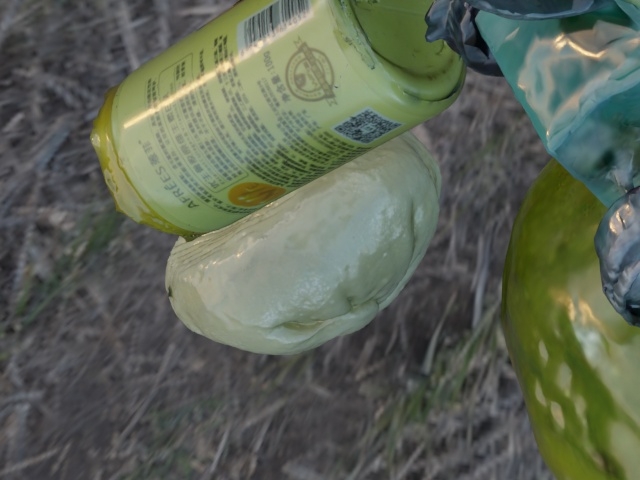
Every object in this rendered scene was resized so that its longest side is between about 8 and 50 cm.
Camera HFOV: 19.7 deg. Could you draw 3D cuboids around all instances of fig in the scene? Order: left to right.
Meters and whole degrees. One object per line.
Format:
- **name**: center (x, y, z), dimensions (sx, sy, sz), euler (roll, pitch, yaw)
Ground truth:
- **fig**: center (0.187, 0.077, 0.952), dimensions (0.233, 0.314, 0.233), euler (18, 144, 14)

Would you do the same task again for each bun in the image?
- **bun**: center (0.000, 0.000, 1.590), dimensions (0.259, 0.259, 0.160), euler (-40, 105, 12)

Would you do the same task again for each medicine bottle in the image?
- **medicine bottle**: center (-0.032, -0.087, 1.110), dimensions (0.239, 0.124, 0.124), euler (-27, 97, 39)

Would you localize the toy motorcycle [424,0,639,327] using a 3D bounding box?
- **toy motorcycle**: center (0.142, -0.060, 0.467), dimensions (0.198, 0.296, 0.109), euler (-37, 52, 17)
